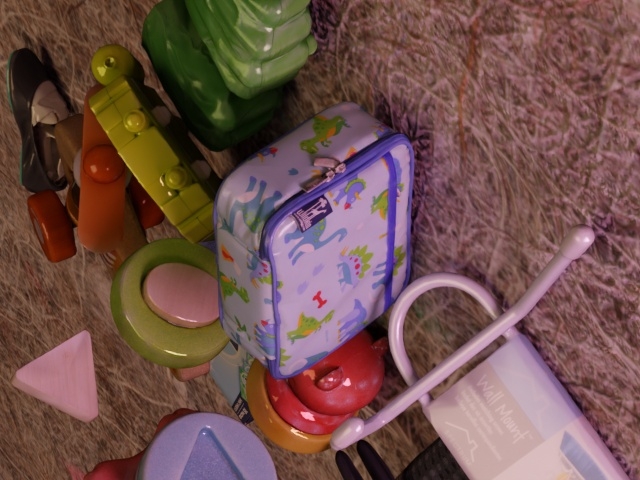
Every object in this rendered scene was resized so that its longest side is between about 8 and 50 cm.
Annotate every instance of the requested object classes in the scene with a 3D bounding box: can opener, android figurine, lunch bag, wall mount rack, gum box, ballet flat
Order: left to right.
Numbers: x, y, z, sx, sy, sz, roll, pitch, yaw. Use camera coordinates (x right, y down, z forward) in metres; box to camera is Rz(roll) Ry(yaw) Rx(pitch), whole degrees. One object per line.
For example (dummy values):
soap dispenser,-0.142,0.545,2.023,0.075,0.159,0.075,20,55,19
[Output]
ballet flat,-0.345,-0.145,1.810,0.074,0.074,0.203,37,137,40
android figurine,-0.141,-0.079,1.385,0.248,0.056,0.273,54,-178,3
gum box,-0.105,0.100,1.632,0.184,0.041,0.157,56,152,15
lunch bag,0.000,0.000,1.221,0.090,0.176,0.219,38,146,30
can opener,0.071,0.271,1.366,0.186,0.059,0.073,53,149,20
wall mount rack,0.178,0.155,1.117,0.304,0.130,0.350,-43,75,29

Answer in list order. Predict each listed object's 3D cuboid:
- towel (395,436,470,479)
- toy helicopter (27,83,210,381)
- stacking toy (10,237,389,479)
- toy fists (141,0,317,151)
towel,0.195,0.320,1.320,0.324,0.056,0.312,57,150,15
toy helicopter,-0.202,-0.004,1.531,0.355,0.140,0.235,56,158,35
stacking toy,-0.102,0.129,1.341,0.279,0.309,0.130,46,145,-2
toy fists,-0.077,-0.177,1.284,0.142,0.096,0.279,65,156,12
